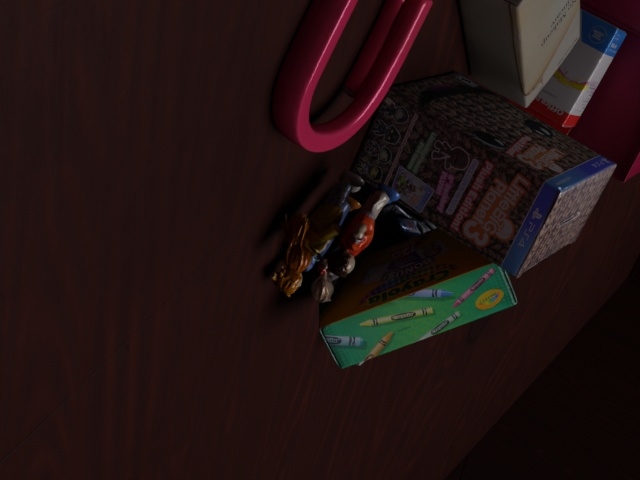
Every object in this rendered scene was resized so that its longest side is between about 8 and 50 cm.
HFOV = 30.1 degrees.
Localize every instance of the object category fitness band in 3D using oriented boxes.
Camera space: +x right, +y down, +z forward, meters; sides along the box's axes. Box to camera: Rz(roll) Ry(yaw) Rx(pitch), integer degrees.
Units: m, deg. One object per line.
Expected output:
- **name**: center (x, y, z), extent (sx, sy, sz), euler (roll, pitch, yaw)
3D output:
- **fitness band**: center (0.041, -0.242, 1.429), extent (0.209, 0.054, 0.291), euler (-5, 125, -61)

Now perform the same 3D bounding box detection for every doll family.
- **doll family**: center (0.000, 0.000, 1.645), extent (0.163, 0.118, 0.263), euler (-56, 178, -17)

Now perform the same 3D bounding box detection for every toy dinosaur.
- **toy dinosaur**: center (0.076, -0.047, 1.835), extent (0.082, 0.047, 0.090), euler (-54, -166, -29)

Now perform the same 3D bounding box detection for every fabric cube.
- **fabric cube**: center (0.547, -0.295, 2.175), extent (0.258, 0.254, 0.259), euler (-22, 142, -53)

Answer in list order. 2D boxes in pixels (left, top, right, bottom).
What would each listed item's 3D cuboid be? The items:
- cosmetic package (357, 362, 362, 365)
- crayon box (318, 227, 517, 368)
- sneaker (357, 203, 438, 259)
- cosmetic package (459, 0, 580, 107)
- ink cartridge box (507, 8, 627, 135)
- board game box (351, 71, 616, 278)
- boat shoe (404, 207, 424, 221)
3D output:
- **cosmetic package**: center (0.112, 0.100, 2.037), extent (0.231, 0.085, 0.117), euler (-37, 152, -39)
- **crayon box**: center (0.138, 0.071, 1.753), extent (0.278, 0.081, 0.165), euler (-21, -155, 11)
- **sneaker**: center (0.184, -0.013, 1.908), extent (0.282, 0.099, 0.153), euler (-25, 150, -5)
- **cosmetic package**: center (0.295, -0.344, 1.748), extent (0.160, 0.113, 0.309), euler (-53, 158, -8)
- **ink cartridge box**: center (0.402, -0.284, 2.033), extent (0.231, 0.134, 0.078), euler (-63, 159, 15)
- **board game box**: center (0.237, -0.104, 1.718), extent (0.232, 0.291, 0.141), euler (-23, 142, -56)
- **boat shoe**: center (0.195, -0.098, 1.968), extent (0.059, 0.063, 0.170), euler (-32, 158, -52)
